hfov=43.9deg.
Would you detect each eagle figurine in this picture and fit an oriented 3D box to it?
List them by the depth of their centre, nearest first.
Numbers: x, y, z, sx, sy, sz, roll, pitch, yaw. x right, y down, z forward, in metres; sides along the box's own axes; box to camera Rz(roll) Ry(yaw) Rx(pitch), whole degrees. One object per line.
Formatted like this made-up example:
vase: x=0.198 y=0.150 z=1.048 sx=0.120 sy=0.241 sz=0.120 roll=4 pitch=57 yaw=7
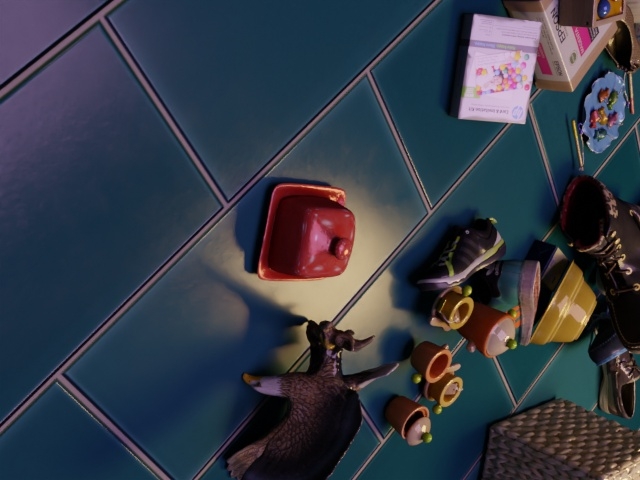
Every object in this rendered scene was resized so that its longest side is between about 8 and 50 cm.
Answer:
eagle figurine: x=-0.028 y=0.276 z=1.275 sx=0.226 sy=0.225 sz=0.298 roll=26 pitch=76 yaw=-55

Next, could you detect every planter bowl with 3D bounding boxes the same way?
planter bowl: x=0.550 y=0.157 z=1.763 sx=0.217 sy=0.090 sz=0.217 roll=-53 pitch=161 yaw=-26

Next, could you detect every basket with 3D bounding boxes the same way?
basket: x=0.590 y=0.569 z=1.853 sx=0.331 sy=0.328 sz=0.266 roll=-5 pitch=106 yaw=-41

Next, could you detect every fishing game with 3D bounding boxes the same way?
fishing game: x=0.650 y=-0.290 z=1.793 sx=0.264 sy=0.041 sz=0.189 roll=-39 pitch=127 yaw=-29

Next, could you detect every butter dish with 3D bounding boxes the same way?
butter dish: x=0.000 y=0.000 z=1.239 sx=0.160 sy=0.118 sz=0.159 roll=2 pitch=104 yaw=-44

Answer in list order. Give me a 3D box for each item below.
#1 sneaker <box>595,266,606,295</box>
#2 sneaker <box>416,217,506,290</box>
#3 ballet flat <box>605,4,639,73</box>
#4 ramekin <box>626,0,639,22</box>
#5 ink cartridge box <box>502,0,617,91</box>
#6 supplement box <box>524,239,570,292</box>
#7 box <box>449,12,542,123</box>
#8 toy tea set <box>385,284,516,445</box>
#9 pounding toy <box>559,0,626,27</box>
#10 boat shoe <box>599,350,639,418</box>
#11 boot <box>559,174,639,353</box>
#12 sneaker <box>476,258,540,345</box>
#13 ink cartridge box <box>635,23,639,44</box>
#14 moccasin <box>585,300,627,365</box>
sneaker: x=0.834 y=0.062 z=2.038 sx=0.319 sy=0.127 sz=0.208 roll=-46 pitch=136 yaw=-12
sneaker: x=0.262 y=0.022 z=1.538 sx=0.235 sy=0.084 sz=0.097 roll=-27 pitch=98 yaw=-35
ballet flat: x=0.629 y=-0.432 z=1.689 sx=0.250 sy=0.084 sz=0.058 roll=38 pitch=64 yaw=-46
ramekin: x=0.681 y=-0.559 z=1.675 sx=0.207 sy=0.109 sz=0.207 roll=-17 pitch=116 yaw=-39
ink cartridge box: x=0.471 y=-0.438 z=1.539 sx=0.193 sy=0.088 sz=0.234 roll=-53 pitch=133 yaw=-17
supplement box: x=0.500 y=0.057 z=1.768 sx=0.083 sy=0.056 sz=0.083 roll=39 pitch=79 yaw=-43
box: x=0.318 y=-0.311 z=1.443 sx=0.145 sy=0.038 sz=0.186 roll=1 pitch=107 yaw=-20
toy tea set: x=0.266 y=0.255 z=1.549 sx=0.200 sy=0.124 sz=0.335 roll=14 pitch=104 yaw=-48
pounding toy: x=0.518 y=-0.463 z=1.439 sx=0.141 sy=0.100 sz=0.130 roll=-23 pitch=119 yaw=-35
boat shoe: x=0.819 y=0.355 z=2.149 sx=0.103 sy=0.092 sz=0.285 roll=-20 pitch=117 yaw=-36
boot: x=0.665 y=0.048 z=1.803 sx=0.284 sy=0.138 sz=0.377 roll=26 pitch=60 yaw=-42
sneaker: x=0.395 y=0.124 z=1.676 sx=0.302 sy=0.121 sz=0.108 roll=71 pitch=34 yaw=-54
ink cartridge box: x=0.764 y=-0.457 z=1.802 sx=0.052 sy=0.089 sz=0.122 roll=-21 pitch=119 yaw=-37
moccasin: x=0.743 y=0.204 z=2.010 sx=0.342 sy=0.138 sz=0.116 roll=-29 pitch=84 yaw=-51
